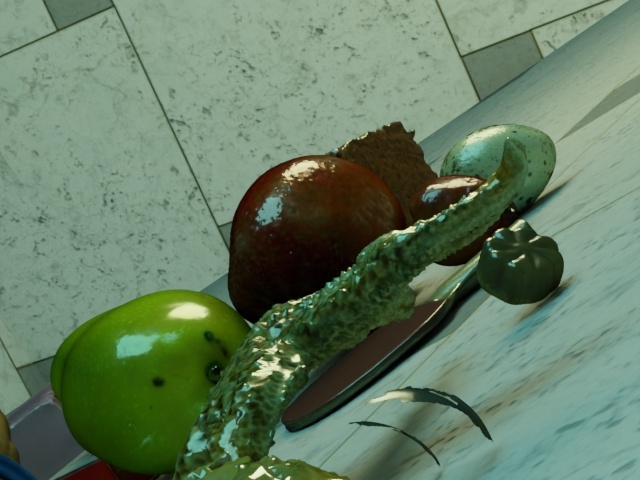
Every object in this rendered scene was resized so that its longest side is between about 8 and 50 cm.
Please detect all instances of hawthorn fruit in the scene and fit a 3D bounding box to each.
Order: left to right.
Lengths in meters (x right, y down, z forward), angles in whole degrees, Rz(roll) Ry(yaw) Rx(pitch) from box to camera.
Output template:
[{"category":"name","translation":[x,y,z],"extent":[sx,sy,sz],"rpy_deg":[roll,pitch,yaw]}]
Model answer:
[{"category":"hawthorn fruit","translation":[0.000,0.000,1.587],"extent":[0.169,0.169,0.188],"rpy_deg":[-33,31,37]},{"category":"hawthorn fruit","translation":[0.125,-0.017,1.553],"extent":[0.093,0.081,0.081],"rpy_deg":[-2,18,22]}]

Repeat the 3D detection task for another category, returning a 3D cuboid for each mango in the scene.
[{"category":"mango","translation":[-0.145,0.115,1.572],"extent":[0.175,0.143,0.293],"rpy_deg":[-26,11,-20]}]

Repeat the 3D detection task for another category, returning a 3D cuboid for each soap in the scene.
[{"category":"soap","translation":[-0.374,0.285,2.024],"extent":[0.285,0.107,0.296],"rpy_deg":[-39,3,-7]}]

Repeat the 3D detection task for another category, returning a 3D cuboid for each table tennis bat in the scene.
[{"category":"table tennis bat","translation":[0.069,0.066,1.409],"extent":[0.246,0.022,0.138],"rpy_deg":[-39,5,-13]}]

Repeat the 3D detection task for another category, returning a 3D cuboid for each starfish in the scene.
[{"category":"starfish","translation":[-0.025,0.097,1.043],"extent":[0.347,0.078,0.358],"rpy_deg":[-54,-1,-33]}]

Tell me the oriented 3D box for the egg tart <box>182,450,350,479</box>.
[{"category":"egg tart","translation":[-0.084,0.181,0.595],"extent":[0.288,0.118,0.288],"rpy_deg":[-34,3,2]}]

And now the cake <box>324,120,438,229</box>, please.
[{"category":"cake","translation":[0.036,-0.024,1.859],"extent":[0.134,0.135,0.147],"rpy_deg":[-25,-8,-46]}]

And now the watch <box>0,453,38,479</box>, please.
[{"category":"watch","translation":[-0.272,0.227,1.245],"extent":[0.171,0.200,0.196],"rpy_deg":[-162,82,-76]}]

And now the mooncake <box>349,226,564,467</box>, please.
[{"category":"mooncake","translation":[0.086,0.058,1.055],"extent":[0.150,0.057,0.347],"rpy_deg":[4,16,-3]}]

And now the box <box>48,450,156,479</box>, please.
[{"category":"box","translation":[-0.147,0.175,1.735],"extent":[0.123,0.050,0.229],"rpy_deg":[-29,7,47]}]

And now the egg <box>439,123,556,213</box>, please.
[{"category":"egg","translation":[0.159,-0.062,1.649],"extent":[0.110,0.085,0.085],"rpy_deg":[-34,4,4]}]

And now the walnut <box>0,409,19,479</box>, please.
[{"category":"walnut","translation":[-0.362,0.222,1.467],"extent":[0.277,0.252,0.313],"rpy_deg":[-49,12,-12]}]
